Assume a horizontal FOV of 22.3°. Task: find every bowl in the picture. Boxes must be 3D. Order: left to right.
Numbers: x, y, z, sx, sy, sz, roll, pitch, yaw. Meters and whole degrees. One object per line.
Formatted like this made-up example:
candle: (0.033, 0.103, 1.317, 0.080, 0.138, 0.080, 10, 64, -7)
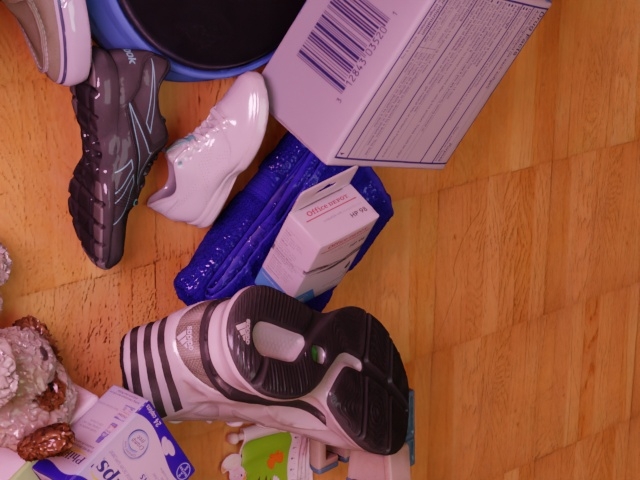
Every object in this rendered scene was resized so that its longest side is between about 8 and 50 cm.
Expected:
bowl: (-0.126, -0.372, 1.873, 0.391, 0.077, 0.391, -16, 114, -40)

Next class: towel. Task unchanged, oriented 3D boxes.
towel: (-0.034, 0.009, 2.090, 0.308, 0.076, 0.227, -53, 132, -17)

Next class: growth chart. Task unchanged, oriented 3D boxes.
growth chart: (-0.062, 0.346, 2.216, 0.172, 0.021, 0.237, -21, 116, -38)

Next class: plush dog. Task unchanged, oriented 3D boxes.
plush dog: (-0.361, 0.148, 1.744, 0.225, 0.262, 0.210, 33, 113, -31)

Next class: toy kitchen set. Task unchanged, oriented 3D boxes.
toy kitchen set: (0.099, 0.297, 2.232, 0.207, 0.166, 0.122, -18, 113, -46)

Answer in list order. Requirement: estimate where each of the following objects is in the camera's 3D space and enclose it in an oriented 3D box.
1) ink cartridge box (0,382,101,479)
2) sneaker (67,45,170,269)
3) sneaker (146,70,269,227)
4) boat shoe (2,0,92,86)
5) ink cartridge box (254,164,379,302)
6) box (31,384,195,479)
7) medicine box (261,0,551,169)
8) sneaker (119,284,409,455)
ink cartridge box: (-0.287, 0.351, 1.931, 0.207, 0.119, 0.353, -46, 129, -25)
sneaker: (-0.221, -0.090, 1.835, 0.106, 0.101, 0.267, -10, 121, -31)
sneaker: (-0.136, -0.110, 1.924, 0.094, 0.080, 0.212, 14, 116, -30)
boat shoe: (-0.322, -0.301, 1.706, 0.094, 0.109, 0.302, -22, 109, -23)
ink cartridge box: (0.000, 0.000, 1.961, 0.104, 0.060, 0.180, -28, 158, -37)
box: (-0.230, 0.257, 1.821, 0.137, 0.072, 0.126, -46, 128, -24)
medicine box: (0.103, -0.234, 1.991, 0.289, 0.149, 0.263, -2, 130, -57)
sneaker: (-0.082, 0.166, 2.007, 0.447, 0.258, 0.169, 31, 56, -53)
